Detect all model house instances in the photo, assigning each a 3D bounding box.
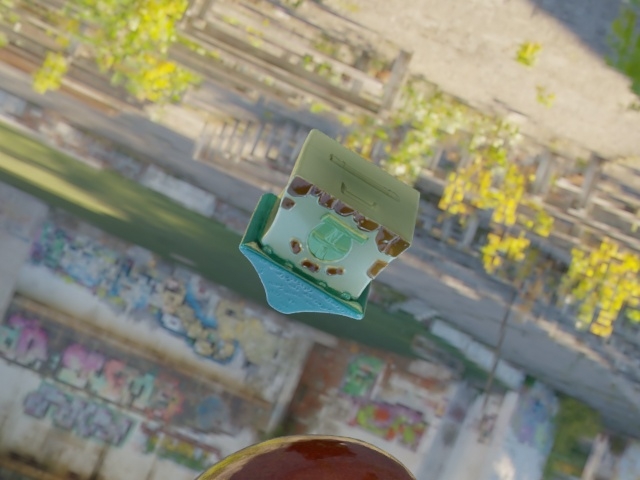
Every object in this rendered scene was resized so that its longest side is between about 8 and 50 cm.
[{"bbox_3d":[0.000,0.000,1.056,0.127,0.149,0.100,31,-147,-8],"label":"model house"}]

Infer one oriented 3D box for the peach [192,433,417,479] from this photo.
[{"bbox_3d":[-0.020,0.268,0.864,0.252,0.252,0.252,22,170,4],"label":"peach"}]
